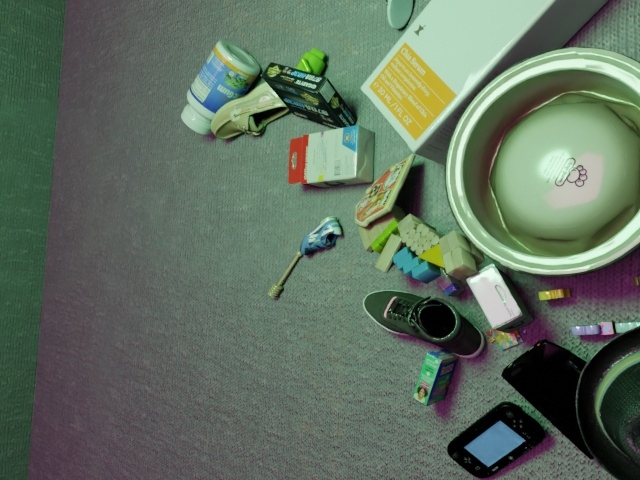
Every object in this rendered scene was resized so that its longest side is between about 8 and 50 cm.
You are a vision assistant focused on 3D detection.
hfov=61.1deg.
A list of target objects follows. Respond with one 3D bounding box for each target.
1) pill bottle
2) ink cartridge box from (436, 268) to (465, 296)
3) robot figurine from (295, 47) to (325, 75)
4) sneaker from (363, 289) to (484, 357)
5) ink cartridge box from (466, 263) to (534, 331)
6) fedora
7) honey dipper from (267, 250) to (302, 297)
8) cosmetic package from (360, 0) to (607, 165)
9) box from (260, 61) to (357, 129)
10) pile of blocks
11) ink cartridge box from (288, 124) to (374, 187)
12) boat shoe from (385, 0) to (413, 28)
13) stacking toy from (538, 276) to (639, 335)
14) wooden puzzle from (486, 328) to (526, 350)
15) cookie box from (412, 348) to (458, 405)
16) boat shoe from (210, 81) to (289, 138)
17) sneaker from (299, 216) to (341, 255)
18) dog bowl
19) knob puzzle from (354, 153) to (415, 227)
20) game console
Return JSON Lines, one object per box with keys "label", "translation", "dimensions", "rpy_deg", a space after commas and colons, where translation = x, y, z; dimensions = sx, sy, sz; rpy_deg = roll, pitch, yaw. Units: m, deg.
{"label": "pill bottle", "translation": [-0.320, -0.467, 1.690], "dimensions": [0.272, 0.152, 0.152], "rpy_deg": [-50, 57, 26]}
{"label": "ink cartridge box", "translation": [0.278, 0.082, 1.196], "dimensions": [0.028, 0.048, 0.083], "rpy_deg": [-45, 60, 28]}
{"label": "robot figurine", "translation": [-0.033, -0.470, 1.494], "dimensions": [0.067, 0.101, 0.115], "rpy_deg": [30, 92, -6]}
{"label": "sneaker", "translation": [0.200, 0.154, 1.174], "dimensions": [0.296, 0.147, 0.104], "rpy_deg": [20, 75, 37]}
{"label": "ink cartridge box", "translation": [0.352, 0.117, 1.058], "dimensions": [0.063, 0.150, 0.109], "rpy_deg": [-33, 64, 19]}
{"label": "fedora", "translation": [0.568, 0.276, 0.810], "dimensions": [0.334, 0.152, 0.333], "rpy_deg": [1, 93, 22]}
{"label": "honey dipper", "translation": [-0.098, 0.092, 1.526], "dimensions": [0.030, 0.030, 0.160], "rpy_deg": [45, 112, 34]}
{"label": "cosmetic package", "translation": [0.323, -0.405, 1.135], "dimensions": [0.453, 0.162, 0.230], "rpy_deg": [-48, 58, 25]}
{"label": "box", "translation": [-0.030, -0.374, 1.418], "dimensions": [0.220, 0.175, 0.051], "rpy_deg": [28, 82, 38]}
{"label": "pile of blocks", "translation": [0.216, 0.028, 1.172], "dimensions": [0.149, 0.113, 0.362], "rpy_deg": [-61, 30, 5]}
{"label": "ink cartridge box", "translation": [0.024, -0.212, 1.421], "dimensions": [0.231, 0.078, 0.134], "rpy_deg": [-1, 84, 40]}
{"label": "boat shoe", "translation": [0.184, -0.617, 1.345], "dimensions": [0.083, 0.065, 0.183], "rpy_deg": [-151, 62, -64]}
{"label": "stacking toy", "translation": [0.523, 0.158, 0.980], "dimensions": [0.221, 0.052, 0.166], "rpy_deg": [-15, 76, 38]}
{"label": "wooden puzzle", "translation": [0.385, 0.196, 1.121], "dimensions": [0.083, 0.006, 0.049], "rpy_deg": [-34, 65, 33]}
{"label": "cookie box", "translation": [0.249, 0.294, 1.171], "dimensions": [0.040, 0.092, 0.107], "rpy_deg": [21, 99, 37]}
{"label": "boat shoe", "translation": [-0.212, -0.368, 1.622], "dimensions": [0.302, 0.109, 0.098], "rpy_deg": [-22, 70, 31]}
{"label": "sneaker", "translation": [0.000, 0.000, 1.438], "dimensions": [0.144, 0.053, 0.059], "rpy_deg": [-45, 61, 29]}
{"label": "dog bowl", "translation": [0.449, -0.133, 1.009], "dimensions": [0.408, 0.150, 0.407], "rpy_deg": [-5, 82, 39]}
{"label": "knob puzzle", "translation": [0.130, -0.112, 1.284], "dimensions": [0.213, 0.030, 0.213], "rpy_deg": [-49, 16, 19]}
{"label": "game console", "translation": [0.397, 0.356, 1.036], "dimensions": [0.213, 0.044, 0.361], "rpy_deg": [43, 123, 11]}
